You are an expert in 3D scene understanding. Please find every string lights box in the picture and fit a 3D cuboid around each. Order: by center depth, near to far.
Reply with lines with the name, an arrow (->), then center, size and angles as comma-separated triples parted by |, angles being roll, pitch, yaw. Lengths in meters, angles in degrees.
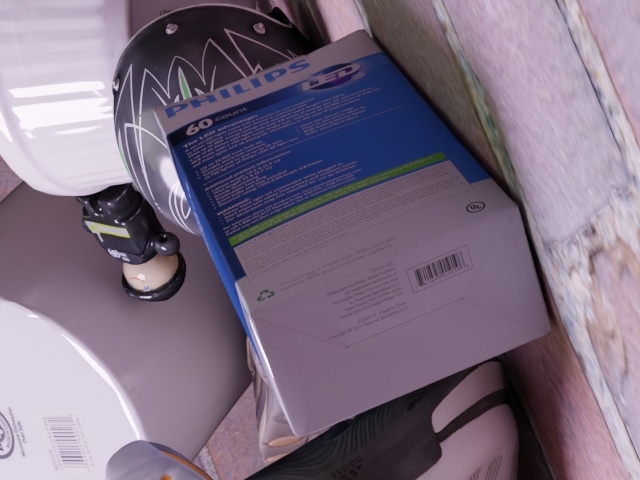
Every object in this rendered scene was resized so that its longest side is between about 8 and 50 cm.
string lights box -> 0.007, -0.016, 0.949 | 0.259, 0.133, 0.076 | -120, 9, -62

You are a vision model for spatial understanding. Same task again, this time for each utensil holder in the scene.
utensil holder -> -0.226, 0.090, 1.819 | 0.385, 0.328, 0.327 | -52, -52, -55

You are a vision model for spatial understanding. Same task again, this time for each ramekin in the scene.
ramekin -> -0.151, -0.171, 1.441 | 0.273, 0.127, 0.272 | 0, -90, -65

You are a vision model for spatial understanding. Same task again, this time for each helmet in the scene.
helmet -> -0.065, -0.083, 1.276 | 0.161, 0.169, 0.169 | -64, -46, -76

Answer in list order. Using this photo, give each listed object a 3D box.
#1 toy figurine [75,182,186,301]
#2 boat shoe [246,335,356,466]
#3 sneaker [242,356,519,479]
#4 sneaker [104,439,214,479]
toy figurine -> -0.122, -0.073, 1.635 | 0.213, 0.210, 0.148 | 62, 178, 44
boat shoe -> -0.005, 0.109, 1.748 | 0.355, 0.132, 0.130 | 92, 169, -58
sneaker -> 0.096, 0.218, 1.054 | 0.257, 0.169, 0.447 | 58, 180, 15
sneaker -> -0.059, 0.197, 1.085 | 0.215, 0.084, 0.083 | 57, -172, -23
